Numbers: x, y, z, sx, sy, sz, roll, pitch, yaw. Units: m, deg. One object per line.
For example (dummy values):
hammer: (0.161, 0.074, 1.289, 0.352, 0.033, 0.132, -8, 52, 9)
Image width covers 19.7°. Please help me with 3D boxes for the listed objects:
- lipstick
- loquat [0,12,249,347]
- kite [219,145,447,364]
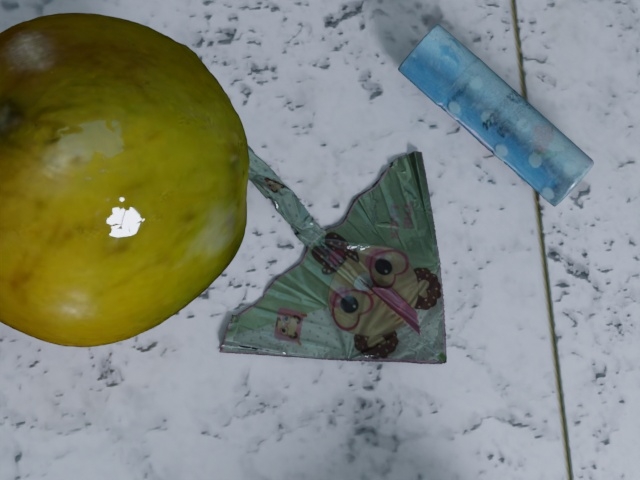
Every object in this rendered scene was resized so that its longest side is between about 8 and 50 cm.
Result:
lipstick: (0.131, -0.093, 1.374, 0.158, 0.048, 0.048, 42, 62, 2)
loquat: (-0.169, -0.036, 1.168, 0.246, 0.213, 0.213, -8, 70, -20)
kite: (-0.001, 0.001, 1.313, 0.250, 0.012, 0.229, 45, 61, 6)
